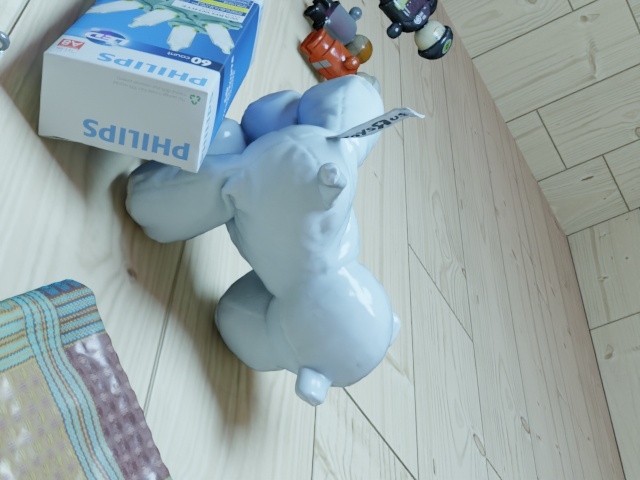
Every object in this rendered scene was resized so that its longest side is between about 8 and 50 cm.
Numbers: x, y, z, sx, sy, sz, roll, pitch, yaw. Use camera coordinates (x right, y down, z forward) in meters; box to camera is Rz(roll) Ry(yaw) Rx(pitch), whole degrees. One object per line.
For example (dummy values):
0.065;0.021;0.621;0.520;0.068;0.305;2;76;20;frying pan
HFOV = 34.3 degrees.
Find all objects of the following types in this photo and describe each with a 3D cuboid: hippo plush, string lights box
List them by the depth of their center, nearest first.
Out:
-0.138;-0.160;0.910;0.260;0.133;0.077;-77;-179;-60;string lights box
0.000;0.000;0.929;0.234;0.294;0.236;-41;118;-42;hippo plush

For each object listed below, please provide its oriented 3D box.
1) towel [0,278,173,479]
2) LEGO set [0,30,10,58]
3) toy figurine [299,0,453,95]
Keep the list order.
-0.180;0.175;0.588;0.271;0.040;0.370;67;19;-2;towel
-0.263;-0.268;0.759;0.132;0.107;0.287;89;4;-55;LEGO set
0.086;-0.323;1.574;0.148;0.213;0.209;43;23;-24;toy figurine
